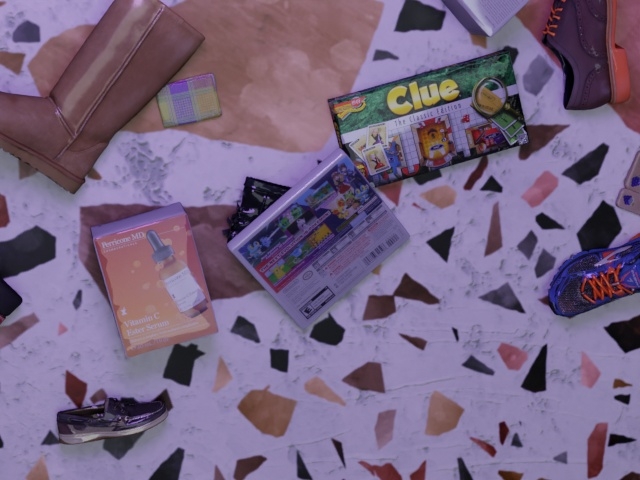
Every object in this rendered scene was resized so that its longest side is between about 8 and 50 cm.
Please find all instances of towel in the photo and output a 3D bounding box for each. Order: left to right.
[{"bbox_3d":[-0.175,-0.186,1.942,0.083,0.009,0.060,-15,104,-7],"label":"towel"}]

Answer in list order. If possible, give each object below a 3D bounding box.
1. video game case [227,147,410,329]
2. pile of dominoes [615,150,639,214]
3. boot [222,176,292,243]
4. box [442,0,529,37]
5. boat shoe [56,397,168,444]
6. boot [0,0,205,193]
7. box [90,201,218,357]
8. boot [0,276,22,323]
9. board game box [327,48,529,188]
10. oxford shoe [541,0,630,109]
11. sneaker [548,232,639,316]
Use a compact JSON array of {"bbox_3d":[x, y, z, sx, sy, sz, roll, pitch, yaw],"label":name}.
[{"bbox_3d":[0.000,0.000,1.976,0.201,0.023,0.183,-41,126,-1],"label":"video game case"},{"bbox_3d":[0.573,-0.096,2.088,0.251,0.040,0.196,19,97,-14],"label":"pile of dominoes"},{"bbox_3d":[-0.066,-0.027,1.977,0.121,0.045,0.099,15,100,-13],"label":"boot"},{"bbox_3d":[0.213,-0.337,1.940,0.087,0.101,0.102,-43,105,0],"label":"box"},{"bbox_3d":[-0.285,0.239,1.980,0.152,0.056,0.049,-14,108,-8],"label":"boat shoe"},{"bbox_3d":[-0.312,-0.220,1.853,0.269,0.089,0.236,-51,134,3],"label":"boot"},{"bbox_3d":[-0.222,0.052,1.937,0.130,0.091,0.170,-16,104,-7],"label":"box"},{"bbox_3d":[-0.518,0.055,1.887,0.244,0.088,0.176,36,92,-23],"label":"boot"},{"bbox_3d":[0.150,-0.164,2.000,0.260,0.030,0.136,-17,101,-7],"label":"board game box"},{"bbox_3d":[0.348,-0.307,1.978,0.098,0.097,0.271,-16,103,-1],"label":"oxford shoe"},{"bbox_3d":[0.424,0.045,2.062,0.221,0.087,0.083,-27,104,-5],"label":"sneaker"}]
